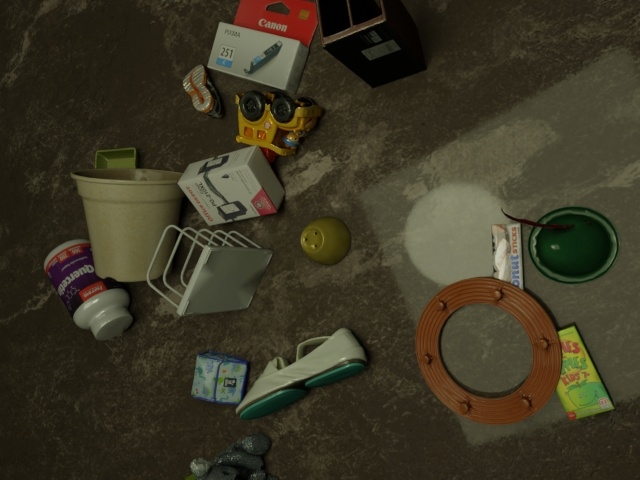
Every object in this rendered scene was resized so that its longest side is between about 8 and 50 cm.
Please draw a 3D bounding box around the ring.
[{"bbox_3d":[0.368,0.253,1.190,0.337,0.032,0.336,1,92,36],"label":"ring"}]

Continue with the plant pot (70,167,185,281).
[{"bbox_3d":[-0.559,-0.049,1.565,0.334,0.334,0.305,10,105,27],"label":"plant pot"}]

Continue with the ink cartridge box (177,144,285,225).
[{"bbox_3d":[-0.247,-0.148,1.457,0.237,0.172,0.100,-10,40,26],"label":"ink cartridge box"}]

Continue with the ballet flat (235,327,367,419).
[{"bbox_3d":[-0.060,0.351,1.392,0.400,0.139,0.139,-30,75,19],"label":"ballet flat"}]

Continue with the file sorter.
[{"bbox_3d":[-0.303,0.073,1.428,0.173,0.278,0.192,30,101,26],"label":"file sorter"}]

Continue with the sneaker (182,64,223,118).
[{"bbox_3d":[-0.354,-0.449,1.585,0.084,0.083,0.214,-32,57,18],"label":"sneaker"}]

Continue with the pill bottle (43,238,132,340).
[{"bbox_3d":[-0.749,0.161,1.702,0.181,0.181,0.323,-47,69,18],"label":"pill bottle"}]

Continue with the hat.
[{"bbox_3d":[0.502,0.009,1.073,0.209,0.184,0.172,-7,85,26],"label":"hat"}]

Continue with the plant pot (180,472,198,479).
[{"bbox_3d":[-0.411,0.830,1.495,0.228,0.207,0.227,-42,72,21],"label":"plant pot"}]

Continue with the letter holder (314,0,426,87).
[{"bbox_3d":[0.118,-0.523,1.220,0.152,0.302,0.214,-12,82,26],"label":"letter holder"}]

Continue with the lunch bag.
[{"bbox_3d":[-0.288,0.400,1.515,0.151,0.096,0.128,9,90,13],"label":"lunch bag"}]

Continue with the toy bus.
[{"bbox_3d":[-0.122,-0.298,1.433,0.220,0.149,0.211,16,108,24],"label":"toy bus"}]

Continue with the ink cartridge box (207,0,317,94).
[{"bbox_3d":[-0.164,-0.585,1.498,0.296,0.066,0.261,23,100,25],"label":"ink cartridge box"}]

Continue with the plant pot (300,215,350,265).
[{"bbox_3d":[0.000,0.000,1.377,0.134,0.095,0.134,-1,89,27],"label":"plant pot"}]

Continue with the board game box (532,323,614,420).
[{"bbox_3d":[0.542,0.282,1.122,0.092,0.043,0.181,-27,77,24],"label":"board game box"}]

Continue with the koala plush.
[{"bbox_3d":[-0.255,0.655,1.412,0.203,0.221,0.196,-21,79,25],"label":"koala plush"}]

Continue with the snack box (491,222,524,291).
[{"bbox_3d":[0.431,0.051,1.198,0.064,0.022,0.178,-3,87,25],"label":"snack box"}]

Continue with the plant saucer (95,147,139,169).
[{"bbox_3d":[-0.678,-0.211,1.755,0.188,0.045,0.188,1,89,27],"label":"plant saucer"}]
